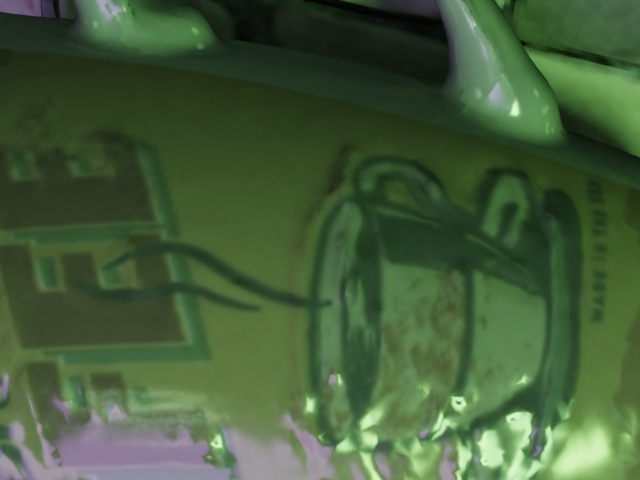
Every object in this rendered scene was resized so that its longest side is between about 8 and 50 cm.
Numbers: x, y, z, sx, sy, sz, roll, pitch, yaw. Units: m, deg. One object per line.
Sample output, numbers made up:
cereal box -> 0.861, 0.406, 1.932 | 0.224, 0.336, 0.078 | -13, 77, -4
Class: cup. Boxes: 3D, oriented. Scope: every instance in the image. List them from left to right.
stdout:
cup -> 0.000, 0.000, 0.579 | 0.257, 0.227, 0.301 | 2, 104, 6
